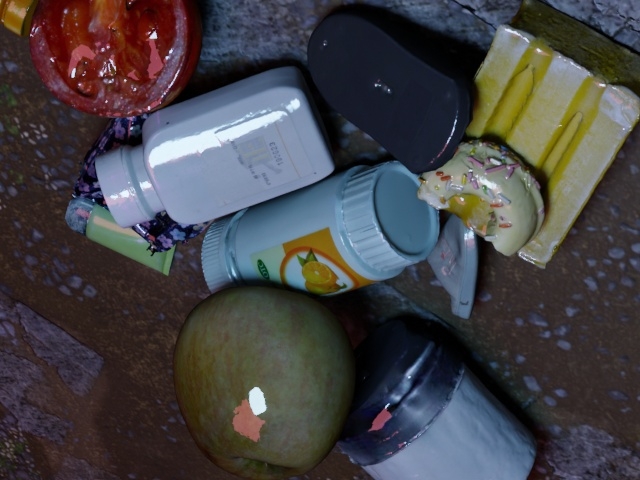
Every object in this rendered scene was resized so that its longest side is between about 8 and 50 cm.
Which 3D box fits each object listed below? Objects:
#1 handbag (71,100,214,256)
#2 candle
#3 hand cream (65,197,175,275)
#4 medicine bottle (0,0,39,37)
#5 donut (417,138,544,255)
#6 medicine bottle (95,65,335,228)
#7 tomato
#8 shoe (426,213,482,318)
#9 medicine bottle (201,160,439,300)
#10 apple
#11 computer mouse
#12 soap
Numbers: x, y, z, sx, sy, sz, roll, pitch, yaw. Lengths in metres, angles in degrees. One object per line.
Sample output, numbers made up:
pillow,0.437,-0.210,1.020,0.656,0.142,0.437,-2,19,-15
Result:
handbag,-0.216,-0.100,2.258,0.208,0.127,0.228,33,124,-12
candle,0.176,0.290,2.308,0.342,0.221,0.221,44,136,-15
hand cream,-0.302,-0.013,2.451,0.175,0.046,0.095,22,135,3
medicine bottle,-0.461,-0.363,2.198,0.192,0.096,0.096,32,137,4
donut,0.206,-0.056,1.963,0.166,0.065,0.108,44,136,-9
medicine bottle,-0.140,-0.112,2.126,0.296,0.111,0.161,-21,125,6
tomato,-0.250,-0.261,2.118,0.233,0.139,0.200,5,95,21
shoe,0.177,0.027,2.168,0.078,0.079,0.195,5,136,10
medicine bottle,0.000,0.000,2.196,0.318,0.158,0.158,-20,115,41
apple,-0.079,0.193,2.166,0.257,0.234,0.257,8,158,3
computer mouse,0.096,-0.189,1.988,0.270,0.086,0.137,41,120,34
soap,0.261,-0.128,1.978,0.199,0.091,0.315,28,136,6
